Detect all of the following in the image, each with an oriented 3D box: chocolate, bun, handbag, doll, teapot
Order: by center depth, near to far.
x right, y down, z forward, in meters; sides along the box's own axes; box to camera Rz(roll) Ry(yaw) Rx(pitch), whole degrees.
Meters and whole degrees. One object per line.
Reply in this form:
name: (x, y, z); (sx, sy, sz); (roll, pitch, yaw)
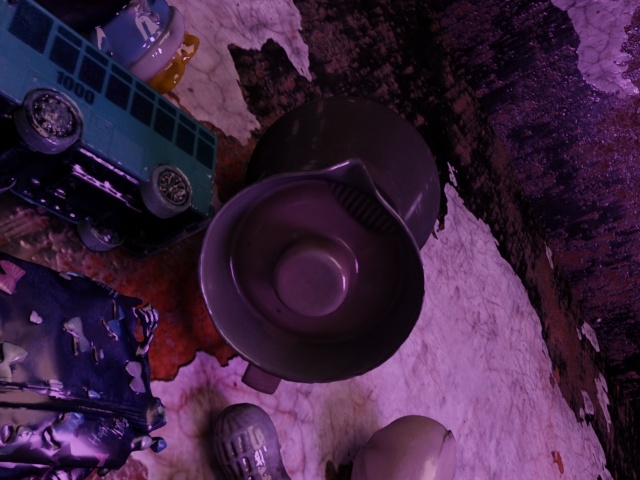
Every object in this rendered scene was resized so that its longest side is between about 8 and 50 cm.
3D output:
handbag: (-0.237, 0.096, 0.425); (0.260, 0.113, 0.161); (25, 44, -44)
doll: (-0.256, -0.288, 0.612); (0.314, 0.141, 0.177); (42, 56, -40)
chocolate: (-0.063, 0.249, 0.614); (0.072, 0.072, 0.166); (-10, 77, -57)
teapot: (0.000, 0.000, 0.670); (0.254, 0.300, 0.344); (24, 21, 0)
bun: (0.100, 0.306, 0.766); (0.173, 0.120, 0.172); (-38, 134, -55)

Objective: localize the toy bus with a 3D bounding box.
toy bus: (-0.225, -0.099, 0.550); (0.256, 0.128, 0.147); (36, 42, -42)
